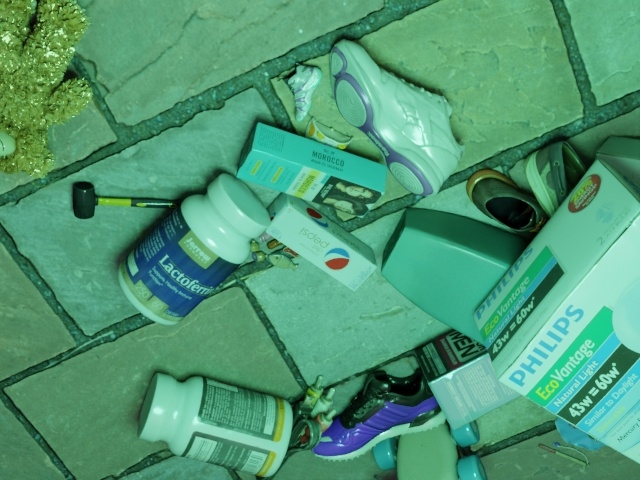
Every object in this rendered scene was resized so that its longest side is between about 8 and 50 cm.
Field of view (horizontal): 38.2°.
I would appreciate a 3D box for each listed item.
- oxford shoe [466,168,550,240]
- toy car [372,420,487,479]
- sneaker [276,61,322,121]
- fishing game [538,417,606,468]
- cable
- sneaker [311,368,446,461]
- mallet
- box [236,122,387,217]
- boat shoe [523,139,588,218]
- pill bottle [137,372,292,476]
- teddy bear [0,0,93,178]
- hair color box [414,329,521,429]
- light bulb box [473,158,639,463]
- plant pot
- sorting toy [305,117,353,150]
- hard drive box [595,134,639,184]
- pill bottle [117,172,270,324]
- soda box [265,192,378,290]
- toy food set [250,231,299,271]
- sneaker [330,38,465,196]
[{"bbox_3d":[0.392,-0.035,1.697,0.271,0.098,0.097,21,115,-16],"label":"oxford shoe"},{"bbox_3d":[0.261,0.505,1.941,0.219,0.210,0.238,-23,132,19],"label":"toy car"},{"bbox_3d":[-0.044,-0.255,1.568,0.069,0.038,0.098,17,107,-13],"label":"sneaker"},{"bbox_3d":[0.602,0.386,1.989,0.189,0.041,0.264,25,114,-15],"label":"fishing game"},{"bbox_3d":[-0.046,0.418,1.888,0.072,0.139,0.287,13,121,-23],"label":"cable"},{"bbox_3d":[0.104,0.339,1.883,0.293,0.102,0.146,-20,117,-2],"label":"sneaker"},{"bbox_3d":[-0.347,-0.060,1.648,0.190,0.039,0.062,9,118,-15],"label":"mallet"},{"bbox_3d":[-0.015,-0.119,1.608,0.244,0.060,0.100,17,149,-14],"label":"box"},{"bbox_3d":[0.466,-0.046,1.626,0.103,0.092,0.285,-24,80,-32],"label":"boat shoe"},{"bbox_3d":[-0.208,0.359,1.822,0.279,0.162,0.162,18,116,-14],"label":"pill bottle"},{"bbox_3d":[-0.486,-0.255,1.480,0.245,0.113,0.338,32,111,-19],"label":"teddy bear"},{"bbox_3d":[0.378,0.196,1.747,0.375,0.185,0.113,-27,103,3],"label":"hair color box"},{"bbox_3d":[0.509,0.127,1.502,0.361,0.225,0.358,30,109,-14],"label":"light bulb box"},{"bbox_3d":[0.239,0.046,1.693,0.234,0.165,0.165,25,114,-4],"label":"plant pot"},{"bbox_3d":[0.004,-0.163,1.626,0.083,0.044,0.075,23,133,-17],"label":"sorting toy"},{"bbox_3d":[0.608,-0.073,1.636,0.232,0.089,0.181,14,125,29],"label":"hard drive box"},{"bbox_3d":[-0.221,0.014,1.632,0.153,0.153,0.265,39,108,-23],"label":"pill bottle"},{"bbox_3d":[0.000,0.000,1.691,0.216,0.074,0.069,35,110,-22],"label":"soda box"},{"bbox_3d":[-0.089,0.014,1.721,0.122,0.019,0.078,17,116,-15],"label":"toy food set"},{"bbox_3d":[0.131,-0.225,1.577,0.152,0.114,0.305,-44,107,-21],"label":"sneaker"}]
